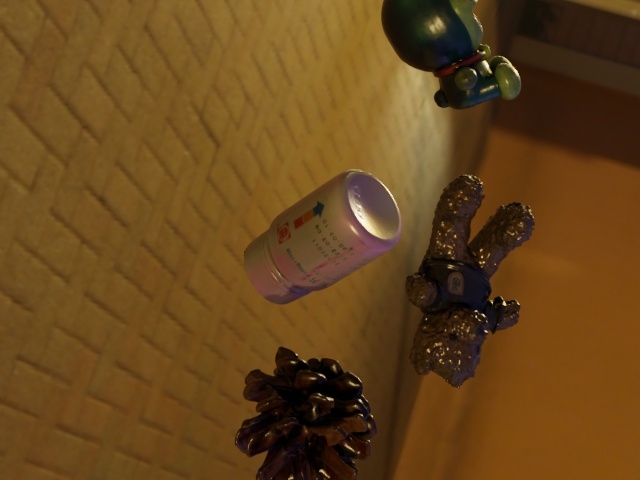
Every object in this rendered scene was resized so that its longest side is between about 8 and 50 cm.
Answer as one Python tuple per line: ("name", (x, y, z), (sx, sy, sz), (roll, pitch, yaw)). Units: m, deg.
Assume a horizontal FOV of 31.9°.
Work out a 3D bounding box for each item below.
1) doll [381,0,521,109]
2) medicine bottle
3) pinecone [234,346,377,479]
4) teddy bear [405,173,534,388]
("doll", (0.229, -0.375, 2.063), (0.186, 0.322, 0.198), (-30, -170, 10))
("medicine bottle", (0.000, 0.000, 1.850), (0.254, 0.152, 0.152), (-34, -164, 38))
("pinecone", (-0.029, 0.272, 1.640), (0.229, 0.202, 0.201), (-27, -149, 42))
("teddy bear", (0.176, 0.054, 1.394), (0.129, 0.182, 0.251), (1, -107, 68))
